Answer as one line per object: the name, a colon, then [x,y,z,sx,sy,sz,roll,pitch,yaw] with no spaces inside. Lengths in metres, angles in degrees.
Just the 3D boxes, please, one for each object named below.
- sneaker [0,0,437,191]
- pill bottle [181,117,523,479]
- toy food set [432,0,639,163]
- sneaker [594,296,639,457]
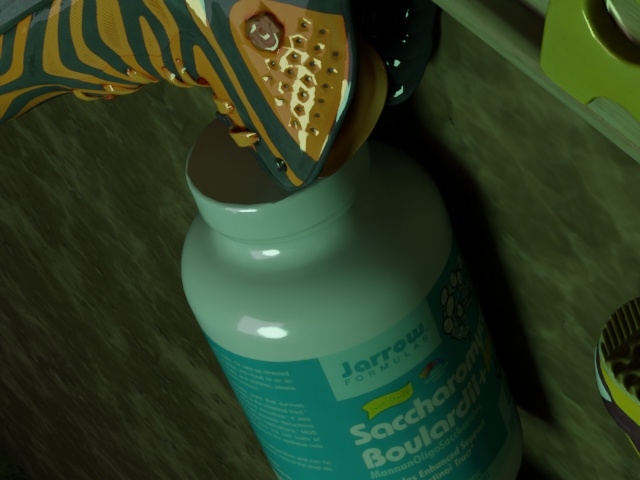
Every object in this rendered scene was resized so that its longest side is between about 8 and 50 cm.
sneaker: [-0.069,-0.088,0.826,0.180,0.124,0.321,49,145,-7]
pill bottle: [0.014,0.045,0.939,0.146,0.146,0.264,32,155,44]
toy food set: [0.040,-0.091,0.443,0.306,0.092,0.220,43,158,23]
sneaker: [0.196,0.104,0.767,0.185,0.069,0.084,51,172,20]
